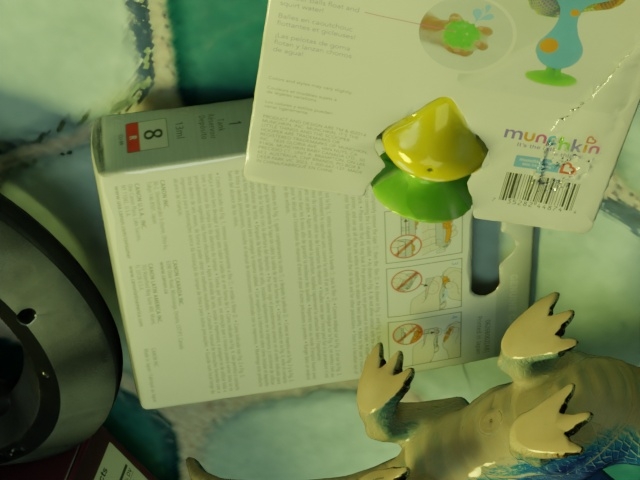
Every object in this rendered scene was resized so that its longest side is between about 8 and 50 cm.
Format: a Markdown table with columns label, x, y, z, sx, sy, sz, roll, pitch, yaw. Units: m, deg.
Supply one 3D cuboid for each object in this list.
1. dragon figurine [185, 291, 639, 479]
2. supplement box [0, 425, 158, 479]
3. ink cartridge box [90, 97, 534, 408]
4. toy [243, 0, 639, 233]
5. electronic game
| label | x | y | z | sx | sy | sz | roll | pitch | yaw |
| --- | --- | --- | --- | --- | --- | --- | --- | --- | --- |
| dragon figurine | 0.086 | 0.102 | 0.726 | 0.289 | 0.085 | 0.144 | -25 | 140 | 25 |
| supplement box | -0.108 | 0.190 | 0.860 | 0.104 | 0.081 | 0.188 | -21 | 124 | 32 |
| ink cartridge box | 0.000 | 0.000 | 0.707 | 0.179 | 0.045 | 0.145 | -9 | 134 | -6 |
| toy | 0.055 | -0.109 | 0.563 | 0.137 | 0.056 | 0.237 | 9 | 131 | -2 |
| electronic game | -0.201 | 0.031 | 0.752 | 0.229 | 0.048 | 0.229 | 10 | 140 | 9 |
